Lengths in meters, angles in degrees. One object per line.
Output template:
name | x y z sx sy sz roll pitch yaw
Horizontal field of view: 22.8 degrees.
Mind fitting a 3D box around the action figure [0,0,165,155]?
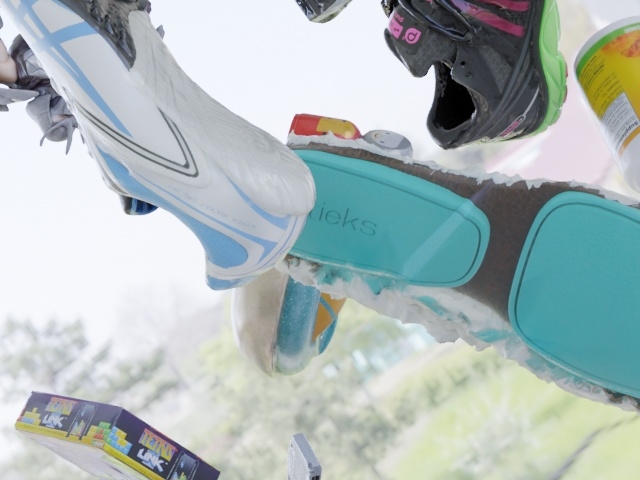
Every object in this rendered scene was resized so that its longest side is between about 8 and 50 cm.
action figure | -0.225 -0.212 1.324 0.099 0.285 0.185 -10 -8 44

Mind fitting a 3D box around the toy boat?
toy boat | 0.000 0.000 1.818 0.267 0.148 0.318 91 -164 -69

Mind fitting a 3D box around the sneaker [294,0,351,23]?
sneaker | 0.050 -0.213 1.085 0.077 0.072 0.178 6 -39 -43

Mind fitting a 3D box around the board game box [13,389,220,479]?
board game box | -0.204 0.208 1.586 0.170 0.141 0.048 3 60 49

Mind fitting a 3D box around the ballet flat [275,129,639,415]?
ballet flat | 0.140 0.019 1.133 0.147 0.409 0.147 -49 -29 -39

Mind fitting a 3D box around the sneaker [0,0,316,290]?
sneaker | -0.103 -0.070 0.825 0.086 0.237 0.085 -52 -20 21

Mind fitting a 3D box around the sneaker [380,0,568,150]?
sneaker | 0.170 -0.294 1.874 0.202 0.483 0.185 -24 38 -11

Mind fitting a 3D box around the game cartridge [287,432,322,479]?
game cartridge | -0.017 0.238 1.617 0.017 0.056 0.083 -15 -46 -23

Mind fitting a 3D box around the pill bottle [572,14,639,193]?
pill bottle | 0.406 -0.139 1.893 0.136 0.246 0.136 -13 -35 -9
